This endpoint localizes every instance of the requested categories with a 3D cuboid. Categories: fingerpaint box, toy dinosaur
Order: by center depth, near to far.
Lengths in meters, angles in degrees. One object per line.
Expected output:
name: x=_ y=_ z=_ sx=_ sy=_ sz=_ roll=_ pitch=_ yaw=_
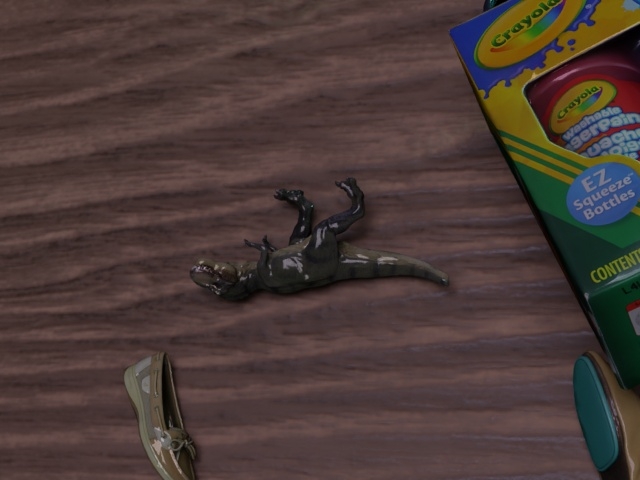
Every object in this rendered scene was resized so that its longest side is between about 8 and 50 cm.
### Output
fingerpaint box: x=0.389 y=-0.133 z=1.241 sx=0.445 sy=0.163 sz=0.371 roll=-25 pitch=47 yaw=7
toy dinosaur: x=0.000 y=0.000 z=1.427 sx=0.268 sy=0.064 sz=0.118 roll=-4 pitch=76 yaw=13

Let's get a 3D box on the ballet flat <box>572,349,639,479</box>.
ballet flat: x=0.291 y=0.212 z=1.264 sx=0.073 sy=0.080 sz=0.232 roll=-4 pitch=70 yaw=-14

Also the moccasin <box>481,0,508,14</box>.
moccasin: x=0.302 y=-0.311 z=1.413 sx=0.138 sy=0.117 sz=0.342 roll=37 pitch=84 yaw=25

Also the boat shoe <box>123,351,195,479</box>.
boat shoe: x=-0.157 y=0.187 z=1.408 sx=0.048 sy=0.056 sz=0.153 roll=-30 pitch=58 yaw=10
